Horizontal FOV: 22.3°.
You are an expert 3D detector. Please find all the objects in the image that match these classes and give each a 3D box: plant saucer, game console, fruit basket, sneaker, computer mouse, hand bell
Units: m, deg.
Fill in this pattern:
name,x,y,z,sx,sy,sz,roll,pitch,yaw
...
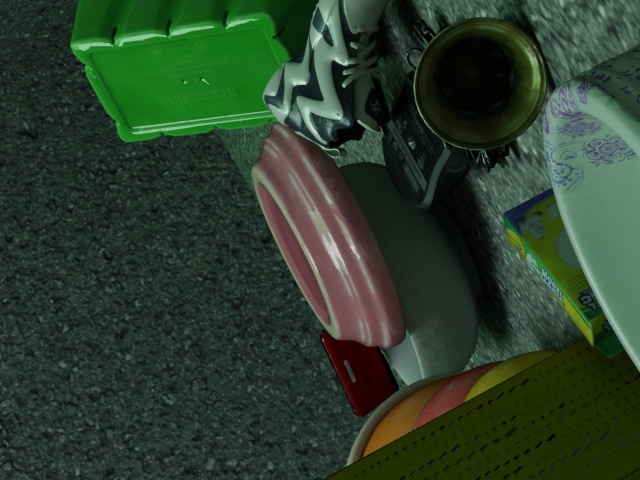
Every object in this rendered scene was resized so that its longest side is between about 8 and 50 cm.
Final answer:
name,x,y,z,sx,sy,sz,roll,pitch,yaw
plant saucer,0.000,0.000,2.107,0.332,0.084,0.332,62,171,16
game console,0.048,0.165,2.352,0.085,0.124,0.144,-3,116,54
fruit basket,-0.117,-0.331,2.109,0.392,0.392,0.283,53,171,53
sneaker,0.047,-0.196,1.858,0.153,0.235,0.094,47,-158,21
computer mouse,0.144,-0.125,1.860,0.188,0.072,0.272,63,160,14
hand bell,0.141,-0.179,1.623,0.242,0.126,0.126,-103,-11,-73

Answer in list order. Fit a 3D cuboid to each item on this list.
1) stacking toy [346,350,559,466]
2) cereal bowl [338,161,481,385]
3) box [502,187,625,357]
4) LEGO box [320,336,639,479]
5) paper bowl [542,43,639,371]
name,x,y,z,sx,sy,sz,roll,pitch,yaw
stacking toy,0.236,0.235,1.784,0.351,0.350,0.480,60,157,18
cereal bowl,0.122,0.034,2.234,0.339,0.141,0.339,60,172,15
box,0.252,0.019,1.455,0.179,0.105,0.043,56,170,40
LEGO box,0.190,0.338,1.474,0.193,0.500,0.372,51,165,54
paper bowl,0.275,-0.004,1.063,0.284,0.148,0.284,61,173,13
